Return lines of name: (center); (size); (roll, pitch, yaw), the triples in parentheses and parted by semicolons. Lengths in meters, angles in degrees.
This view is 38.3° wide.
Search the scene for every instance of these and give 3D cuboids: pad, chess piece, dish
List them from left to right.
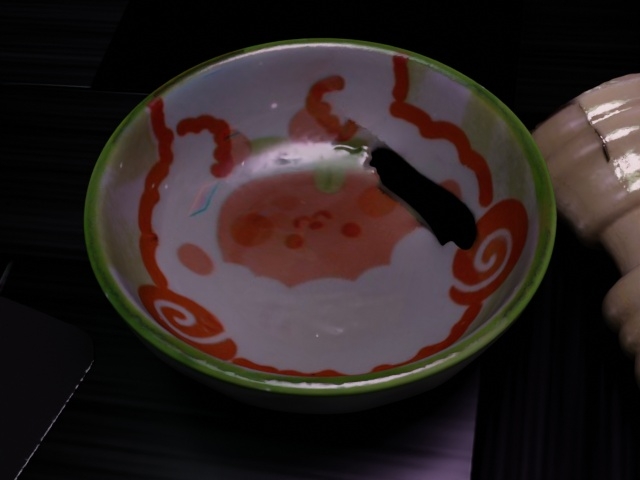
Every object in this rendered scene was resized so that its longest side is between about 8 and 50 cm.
pad: (-0.301, 0.153, 0.683); (0.181, 0.004, 0.267); (18, 59, 20)
dish: (0.000, 0.000, 0.683); (0.324, 0.124, 0.324); (0, 52, 0)
chess piece: (0.259, 0.034, 0.631); (0.139, 0.124, 0.307); (2, 52, -27)

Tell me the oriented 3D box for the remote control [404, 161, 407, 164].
remote control: (0.120, -0.069, 0.778); (0.096, 0.014, 0.039); (16, 58, 20)
